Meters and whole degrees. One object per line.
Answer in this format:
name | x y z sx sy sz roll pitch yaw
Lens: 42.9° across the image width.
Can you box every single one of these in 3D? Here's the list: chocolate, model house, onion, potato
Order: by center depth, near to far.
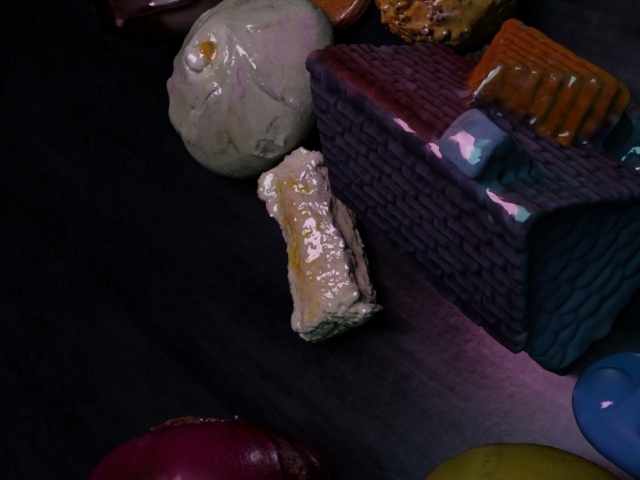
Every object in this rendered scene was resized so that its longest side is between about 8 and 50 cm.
potato | 0.193 0.283 0.763 0.253 0.148 0.186 -26 66 50
model house | 0.156 -0.098 0.826 0.297 0.339 0.360 -52 53 10
onion | -0.155 0.344 0.928 0.336 0.260 0.282 -8 74 31
chocolate | -0.205 -0.424 1.240 0.186 0.283 0.284 14 81 23

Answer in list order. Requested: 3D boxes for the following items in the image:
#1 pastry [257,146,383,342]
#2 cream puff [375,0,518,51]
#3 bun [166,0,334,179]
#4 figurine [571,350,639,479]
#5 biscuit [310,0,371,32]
pastry | -0.005 0.004 1.047 0.121 0.089 0.259 -27 59 18
cream puff | 0.157 -0.293 0.994 0.189 0.189 0.130 -6 96 32
bun | -0.122 -0.231 1.131 0.283 0.179 0.283 -24 57 42
figurine | 0.403 0.168 0.659 0.416 0.298 0.243 -15 21 33
biscuit | 0.075 -0.444 1.180 0.205 0.049 0.324 25 87 38
